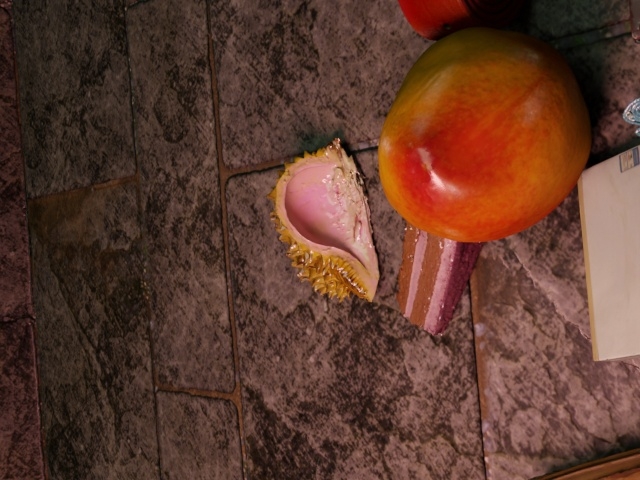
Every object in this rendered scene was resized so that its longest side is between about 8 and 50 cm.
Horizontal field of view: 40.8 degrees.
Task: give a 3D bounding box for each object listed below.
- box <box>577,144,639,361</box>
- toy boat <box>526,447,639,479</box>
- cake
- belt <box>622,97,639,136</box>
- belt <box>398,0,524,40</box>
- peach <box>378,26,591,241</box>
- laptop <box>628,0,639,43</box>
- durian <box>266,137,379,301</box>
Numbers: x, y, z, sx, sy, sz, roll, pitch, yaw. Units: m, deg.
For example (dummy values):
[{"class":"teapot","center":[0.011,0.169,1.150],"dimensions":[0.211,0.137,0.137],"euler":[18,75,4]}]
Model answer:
[{"class":"box","center":[0.418,0.014,1.112],"dimensions":[0.211,0.045,0.270],"euler":[147,124,-62]},{"class":"toy boat","center":[0.431,0.325,1.103],"dimensions":[0.445,0.162,0.136],"euler":[-37,67,45]},{"class":"cake","center":[0.187,0.017,1.395],"dimensions":[0.116,0.112,0.295],"euler":[39,126,41]},{"class":"belt","center":[0.476,-0.164,1.094],"dimensions":[0.179,0.065,0.100],"euler":[22,118,44]},{"class":"belt","center":[0.209,-0.454,1.242],"dimensions":[0.115,0.227,0.324],"euler":[3,84,44]},{"class":"peach","center":[0.217,-0.128,1.173],"dimensions":[0.289,0.289,0.308],"euler":[-39,24,41]},{"class":"laptop","center":[0.491,-0.348,1.092],"dimensions":[0.207,0.026,0.154],"euler":[-7,86,46]},{"class":"durian","center":[-0.007,-0.008,1.608],"dimensions":[0.305,0.185,0.195],"euler":[69,158,6]}]
